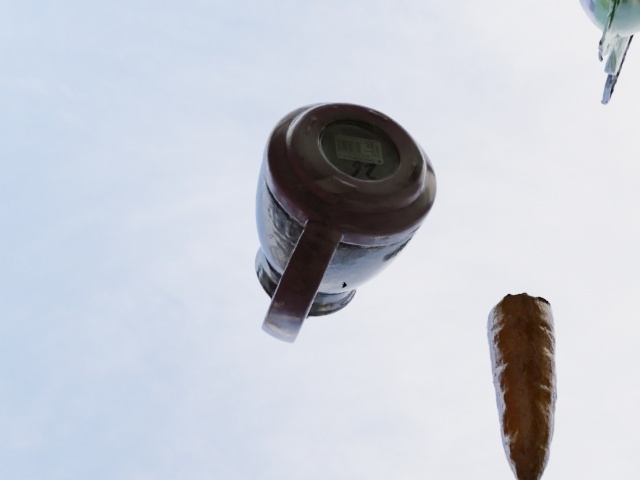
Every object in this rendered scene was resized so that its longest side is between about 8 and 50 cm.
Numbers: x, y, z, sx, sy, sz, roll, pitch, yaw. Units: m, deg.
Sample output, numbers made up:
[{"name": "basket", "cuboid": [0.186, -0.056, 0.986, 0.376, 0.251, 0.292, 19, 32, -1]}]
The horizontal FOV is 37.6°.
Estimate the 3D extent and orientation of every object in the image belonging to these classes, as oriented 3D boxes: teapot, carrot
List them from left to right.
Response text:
[{"name": "teapot", "cuboid": [0.009, -0.001, 0.636, 0.116, 0.146, 0.148, 2, -129, -19]}, {"name": "carrot", "cuboid": [0.194, 0.151, 0.900, 0.072, 0.072, 0.205, 9, -130, -1]}]

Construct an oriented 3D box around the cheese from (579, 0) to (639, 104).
[{"name": "cheese", "cuboid": [0.237, -0.212, 0.698, 0.083, 0.320, 0.204, 19, -106, 16]}]
